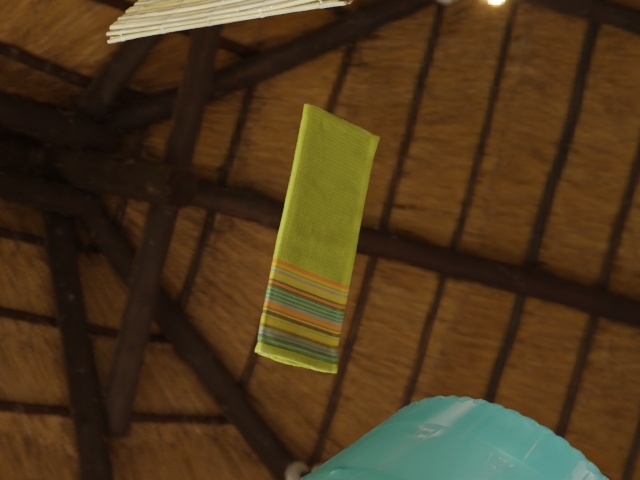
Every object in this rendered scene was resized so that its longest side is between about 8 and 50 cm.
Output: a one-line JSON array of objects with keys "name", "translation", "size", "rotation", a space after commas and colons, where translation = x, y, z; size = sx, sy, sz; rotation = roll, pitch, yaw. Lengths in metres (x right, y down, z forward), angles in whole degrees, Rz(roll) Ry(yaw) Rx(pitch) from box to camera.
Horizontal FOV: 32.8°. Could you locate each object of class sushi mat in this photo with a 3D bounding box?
[{"name": "sushi mat", "translation": [-0.046, -0.220, 0.873], "size": [0.151, 0.317, 0.019], "rotation": [-51, -57, -27]}]

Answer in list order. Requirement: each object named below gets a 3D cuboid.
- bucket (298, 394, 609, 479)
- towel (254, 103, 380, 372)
[{"name": "bucket", "translation": [0.075, 0.250, 0.710], "size": [0.183, 0.281, 0.281], "rotation": [-32, -59, -41]}, {"name": "towel", "translation": [0.000, 0.000, 1.012], "size": [0.102, 0.021, 0.237], "rotation": [21, -104, -46]}]
